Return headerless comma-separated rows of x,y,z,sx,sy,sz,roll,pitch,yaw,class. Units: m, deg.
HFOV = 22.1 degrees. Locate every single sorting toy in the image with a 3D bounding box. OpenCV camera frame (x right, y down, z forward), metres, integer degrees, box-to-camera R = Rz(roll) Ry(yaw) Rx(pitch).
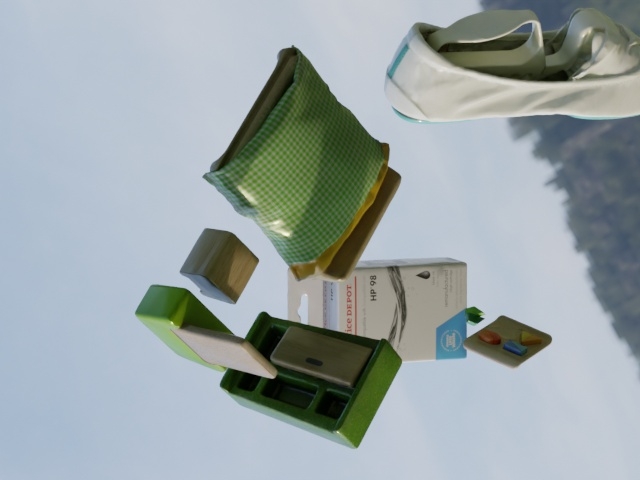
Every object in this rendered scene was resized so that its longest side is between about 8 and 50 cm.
0.152,0.081,1.428,0.062,0.083,0.012,-31,-46,-44,sorting toy

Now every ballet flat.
0.274,-0.217,1.972,0.139,0.400,0.139,175,90,-74,ballet flat

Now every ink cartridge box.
0.059,0.075,1.705,0.060,0.180,0.104,-157,65,-73,ink cartridge box

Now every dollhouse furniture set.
0.000,0.000,1.489,0.197,0.151,0.301,48,-117,-44,dollhouse furniture set
